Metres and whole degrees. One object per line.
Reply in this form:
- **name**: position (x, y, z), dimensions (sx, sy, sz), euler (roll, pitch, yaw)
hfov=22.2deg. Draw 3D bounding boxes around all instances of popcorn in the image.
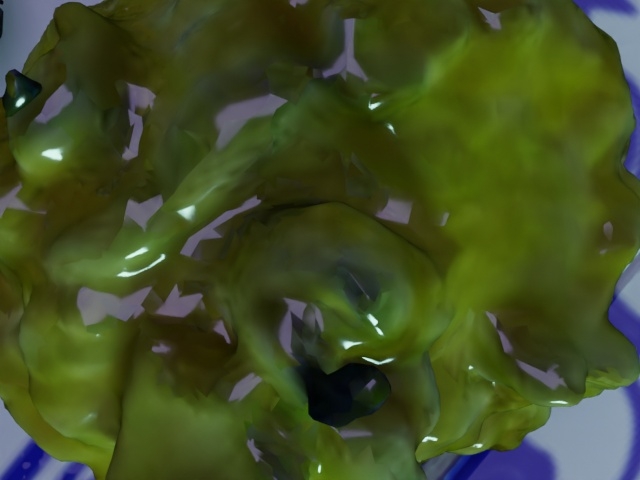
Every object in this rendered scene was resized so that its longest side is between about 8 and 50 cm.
- **popcorn**: position (-0.002, 0.001, 0.503), dimensions (0.218, 0.169, 0.189), euler (-25, 88, 7)

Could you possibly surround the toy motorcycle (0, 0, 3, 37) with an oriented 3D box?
- **toy motorcycle**: position (-0.196, -0.182, 0.556), dimensions (0.171, 0.089, 0.298), euler (-4, 89, -3)
